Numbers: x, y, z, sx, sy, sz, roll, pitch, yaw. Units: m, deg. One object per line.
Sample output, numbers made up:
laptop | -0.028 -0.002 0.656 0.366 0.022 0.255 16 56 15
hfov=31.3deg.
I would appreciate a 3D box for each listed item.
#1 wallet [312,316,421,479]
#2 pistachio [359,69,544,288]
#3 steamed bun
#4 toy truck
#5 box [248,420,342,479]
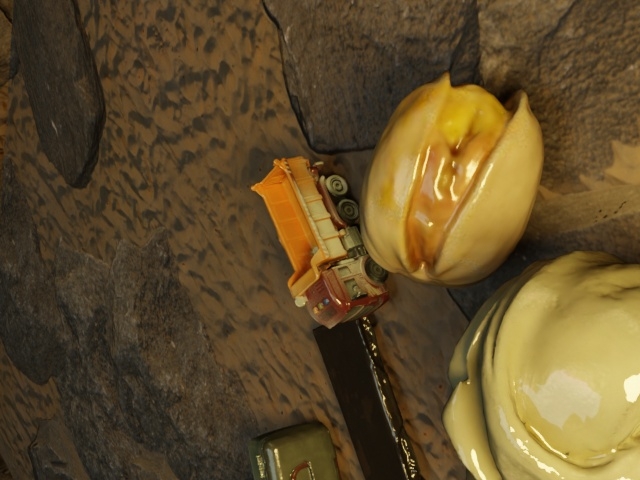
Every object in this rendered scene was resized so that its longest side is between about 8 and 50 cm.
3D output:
wallet | 0.079 0.273 1.897 0.165 0.042 0.310 -30 77 58
pistachio | 0.166 -0.065 1.482 0.230 0.229 0.309 43 131 39
steamed bun | 0.269 0.161 1.243 0.255 0.342 0.368 29 155 14
toy truck | 0.000 0.000 1.814 0.114 0.135 0.270 -44 66 53
box | -0.043 0.437 2.057 0.129 0.148 0.210 -11 92 65
